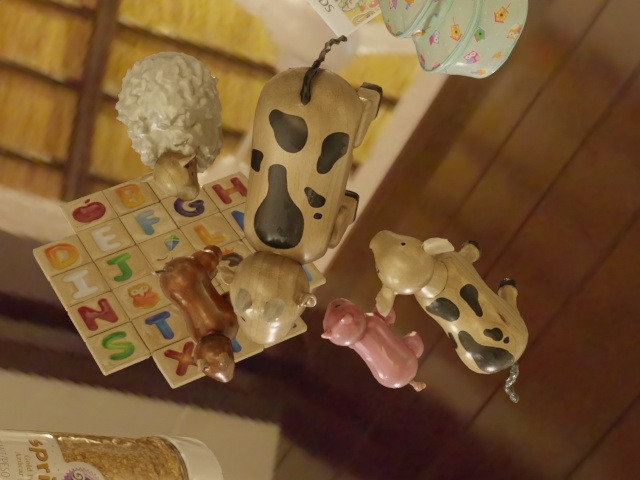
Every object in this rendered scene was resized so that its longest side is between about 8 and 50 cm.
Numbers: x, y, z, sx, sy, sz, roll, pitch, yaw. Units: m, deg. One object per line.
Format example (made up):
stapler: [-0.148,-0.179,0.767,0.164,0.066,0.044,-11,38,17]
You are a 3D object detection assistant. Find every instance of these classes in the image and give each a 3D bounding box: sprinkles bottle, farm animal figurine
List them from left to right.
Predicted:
sprinkles bottle: [-0.256,0.233,1.290,0.355,0.121,0.121,11,-142,-44]
farm animal figurine: [0.000,0.000,1.166,0.330,0.326,0.172,-2,-162,13]

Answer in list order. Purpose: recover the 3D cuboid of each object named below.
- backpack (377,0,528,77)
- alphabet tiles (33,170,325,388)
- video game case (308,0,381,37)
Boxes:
backpack: [0.160,-0.290,1.679,0.144,0.166,0.188,1,-128,-33]
alphabet tiles: [-0.171,0.030,1.678,0.285,0.011,0.342,-22,-133,-19]
video game case: [0.064,-0.422,2.022,0.206,0.227,0.026,45,-162,-39]
